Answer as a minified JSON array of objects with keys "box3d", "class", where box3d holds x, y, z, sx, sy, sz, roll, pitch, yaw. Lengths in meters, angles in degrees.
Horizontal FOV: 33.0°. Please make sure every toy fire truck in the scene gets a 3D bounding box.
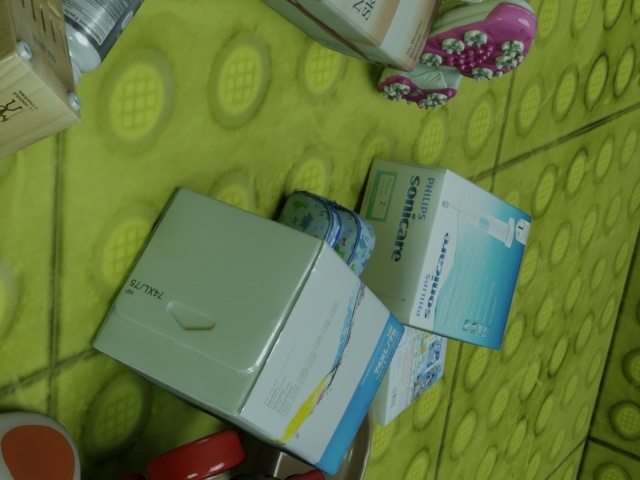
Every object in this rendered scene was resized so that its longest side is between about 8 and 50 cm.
[{"box3d":[-0.118,0.308,1.169,0.254,0.302,0.169,1,64,-66],"class":"toy fire truck"}]

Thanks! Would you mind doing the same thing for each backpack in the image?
[{"box3d":[0.000,0.000,1.317,0.084,0.114,0.105,31,82,-60],"class":"backpack"}]

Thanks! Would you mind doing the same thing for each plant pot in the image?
[{"box3d":[-0.037,0.283,1.428,0.237,0.109,0.237,-29,126,-50],"class":"plant pot"}]

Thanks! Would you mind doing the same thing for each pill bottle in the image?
[{"box3d":[-0.201,-0.189,0.899,0.137,0.078,0.078,-59,149,-16],"class":"pill bottle"}]

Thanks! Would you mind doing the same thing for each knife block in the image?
[{"box3d":[-0.306,-0.111,0.791,0.088,0.242,0.276,54,16,-57],"class":"knife block"}]

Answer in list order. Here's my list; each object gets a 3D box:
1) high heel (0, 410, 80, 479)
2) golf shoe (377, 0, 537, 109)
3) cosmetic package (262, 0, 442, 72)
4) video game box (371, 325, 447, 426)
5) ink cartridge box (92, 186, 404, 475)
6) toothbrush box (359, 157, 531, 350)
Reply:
[{"box3d":[-0.354,0.258,0.935,0.181,0.127,0.377,-30,177,17],"class":"high heel"},{"box3d":[0.164,-0.259,1.321,0.115,0.306,0.140,17,78,-20],"class":"golf shoe"},{"box3d":[0.016,-0.302,1.139,0.296,0.129,0.153,18,93,-60],"class":"cosmetic package"},{"box3d":[0.144,0.166,1.730,0.187,0.048,0.205,-28,131,-46],"class":"video game box"},{"box3d":[-0.068,0.105,1.186,0.197,0.198,0.270,-63,151,-12],"class":"ink cartridge box"},{"box3d":[0.172,0.026,1.557,0.295,0.126,0.216,19,84,-56],"class":"toothbrush box"}]
